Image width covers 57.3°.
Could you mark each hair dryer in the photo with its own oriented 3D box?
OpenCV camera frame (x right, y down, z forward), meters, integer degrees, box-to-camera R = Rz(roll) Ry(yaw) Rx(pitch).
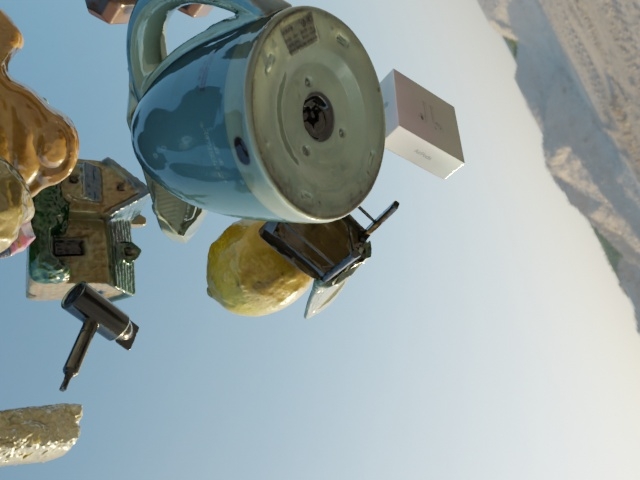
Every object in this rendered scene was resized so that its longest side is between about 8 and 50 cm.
[{"bbox_3d":[-0.517,0.243,1.322,0.195,0.077,0.248,49,-147,-33],"label":"hair dryer"}]

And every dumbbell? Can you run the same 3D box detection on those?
[{"bbox_3d":[-0.261,-0.394,0.921,0.231,0.082,0.092,-33,-63,-49],"label":"dumbbell"}]

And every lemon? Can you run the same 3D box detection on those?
[{"bbox_3d":[-0.133,0.053,1.350,0.234,0.288,0.233,59,-179,-2],"label":"lemon"}]

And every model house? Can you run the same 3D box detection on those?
[{"bbox_3d":[-0.662,-0.028,1.701,0.342,0.334,0.382,4,-110,-29],"label":"model house"}]

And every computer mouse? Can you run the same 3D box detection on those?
[{"bbox_3d":[-0.326,-0.204,1.320,0.228,0.145,0.429,-104,2,-74],"label":"computer mouse"}]

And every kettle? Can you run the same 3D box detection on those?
[{"bbox_3d":[-0.128,-0.182,0.770,0.247,0.342,0.320,-34,-63,-42],"label":"kettle"}]

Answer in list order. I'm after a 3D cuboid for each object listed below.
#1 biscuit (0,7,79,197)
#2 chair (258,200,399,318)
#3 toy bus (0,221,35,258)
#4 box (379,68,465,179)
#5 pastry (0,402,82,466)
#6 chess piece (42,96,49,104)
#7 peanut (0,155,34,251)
[{"bbox_3d":[-0.487,-0.152,0.701,0.057,0.351,0.312,-123,28,-63],"label":"biscuit"},{"bbox_3d":[0.000,0.000,1.065,0.186,0.319,0.160,41,-117,4],"label":"chair"},{"bbox_3d":[-0.673,0.006,1.092,0.112,0.273,0.090,-60,-44,-71],"label":"toy bus"},{"bbox_3d":[0.148,-0.175,0.890,0.130,0.051,0.129,23,-133,-26],"label":"box"},{"bbox_3d":[-0.464,0.288,0.862,0.258,0.121,0.089,37,-142,-63],"label":"pastry"},{"bbox_3d":[-0.662,-0.292,1.397,0.042,0.042,0.093,1,-113,-64],"label":"chess piece"},{"bbox_3d":[-0.443,-0.062,0.569,0.291,0.143,0.159,25,-158,-18],"label":"peanut"}]
